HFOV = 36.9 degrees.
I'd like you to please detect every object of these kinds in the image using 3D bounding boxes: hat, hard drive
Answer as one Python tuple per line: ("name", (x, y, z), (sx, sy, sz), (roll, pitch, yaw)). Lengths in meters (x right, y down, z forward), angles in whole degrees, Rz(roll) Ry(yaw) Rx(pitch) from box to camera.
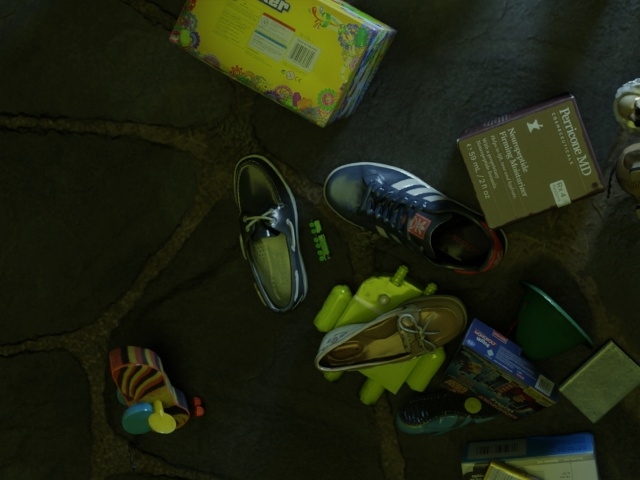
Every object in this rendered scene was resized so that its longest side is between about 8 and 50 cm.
("hat", (0.351, 0.192, 1.677), (0.183, 0.208, 0.173), (-45, 70, 1))
("hard drive", (0.513, 0.255, 1.747), (0.094, 0.022, 0.135), (43, 106, 1))

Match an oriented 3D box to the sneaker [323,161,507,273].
("sneaker", (0.164, -0.040, 1.695), (0.350, 0.148, 0.131), (20, 105, 8))

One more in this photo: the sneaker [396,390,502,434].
("sneaker", (0.245, 0.324, 1.804), (0.209, 0.082, 0.069), (-9, 56, 0))

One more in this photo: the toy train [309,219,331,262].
("toy train", (0.000, 0.000, 1.807), (0.023, 0.017, 0.083), (-16, 97, 4))

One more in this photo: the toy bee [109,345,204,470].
("toy bee", (-0.316, 0.309, 1.880), (0.162, 0.298, 0.195), (-12, 62, -13))

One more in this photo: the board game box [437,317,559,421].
("board game box", (0.301, 0.240, 1.717), (0.194, 0.194, 0.060), (33, 62, -5))

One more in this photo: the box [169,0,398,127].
("box", (-0.052, -0.344, 1.612), (0.290, 0.279, 0.177), (30, 106, 4))

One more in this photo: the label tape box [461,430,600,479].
("label tape box", (0.409, 0.537, 1.782), (0.240, 0.106, 0.334), (-9, 99, 14))

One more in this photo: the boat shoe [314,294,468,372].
("boat shoe", (0.127, 0.179, 1.719), (0.285, 0.089, 0.105), (-23, 97, 17))

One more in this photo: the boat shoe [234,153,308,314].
("boat shoe", (-0.094, -0.011, 1.784), (0.114, 0.091, 0.303), (-18, 97, 14))

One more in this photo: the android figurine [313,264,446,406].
("android figurine", (0.117, 0.174, 1.798), (0.248, 0.056, 0.273), (34, 107, 4))

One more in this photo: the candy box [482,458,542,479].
("candy box", (0.317, 0.502, 1.726), (0.105, 0.027, 0.206), (22, 106, 7))

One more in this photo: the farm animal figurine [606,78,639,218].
("farm animal figurine", (0.635, -0.109, 1.570), (0.326, 0.172, 0.330), (5, 119, 13))

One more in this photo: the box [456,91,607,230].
("box", (0.354, -0.137, 1.626), (0.203, 0.167, 0.168), (-20, 96, 15))
